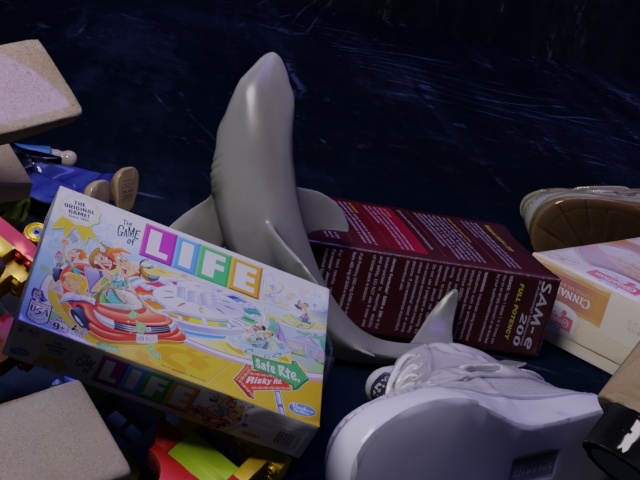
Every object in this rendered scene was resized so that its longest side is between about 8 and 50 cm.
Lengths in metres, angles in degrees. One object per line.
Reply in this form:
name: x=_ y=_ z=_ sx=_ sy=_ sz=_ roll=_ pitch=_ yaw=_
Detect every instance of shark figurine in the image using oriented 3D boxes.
shark figurine: x=0.002 y=0.029 z=0.976 sx=0.278 sy=0.166 sz=0.116 roll=50 pitch=-11 yaw=-19

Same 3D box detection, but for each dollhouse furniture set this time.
dollhouse furniture set: x=-0.208 y=0.033 z=0.619 sx=0.135 sy=0.262 sz=0.259 roll=-17 pitch=67 yaw=-44

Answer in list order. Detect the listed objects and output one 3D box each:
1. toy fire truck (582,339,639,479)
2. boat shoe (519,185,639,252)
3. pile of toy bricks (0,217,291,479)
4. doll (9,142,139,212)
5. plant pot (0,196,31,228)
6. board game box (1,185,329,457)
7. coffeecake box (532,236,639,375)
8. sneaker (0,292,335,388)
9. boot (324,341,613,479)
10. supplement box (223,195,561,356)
toy fire truck: x=0.302 y=0.153 z=0.852 sx=0.217 sy=0.158 sz=0.246 roll=29 pitch=-18 yaw=38
boat shoe: x=0.342 y=-0.010 z=1.418 sx=0.285 sy=0.104 sz=0.089 roll=11 pitch=20 yaw=-9
pile of toy bricks: x=-0.125 y=0.093 z=0.752 sx=0.212 sy=0.118 sz=0.105 roll=37 pitch=52 yaw=16
doll: x=-0.243 y=-0.057 z=1.185 sx=0.189 sy=0.046 sz=0.129 roll=15 pitch=25 yaw=25
plant pot: x=-0.263 y=-0.039 z=1.080 sx=0.079 sy=0.083 sz=0.083 roll=39 pitch=26 yaw=26
board game box: x=-0.072 y=0.040 z=0.716 sx=0.154 sy=0.026 sz=0.103 roll=21 pitch=37 yaw=-14
coffeecake box: x=0.275 y=0.058 z=1.205 sx=0.142 sy=0.068 sz=0.185 roll=28 pitch=22 yaw=36
sneaker: x=-0.100 y=0.047 z=0.853 sx=0.226 sy=0.086 sz=0.163 roll=13 pitch=2 yaw=-5
boot: x=0.065 y=0.114 z=0.846 sx=0.123 sy=0.095 sz=0.258 roll=22 pitch=9 yaw=42
supplement box: x=0.052 y=0.022 z=1.130 sx=0.240 sy=0.073 sz=0.130 roll=8 pitch=18 yaw=-16
